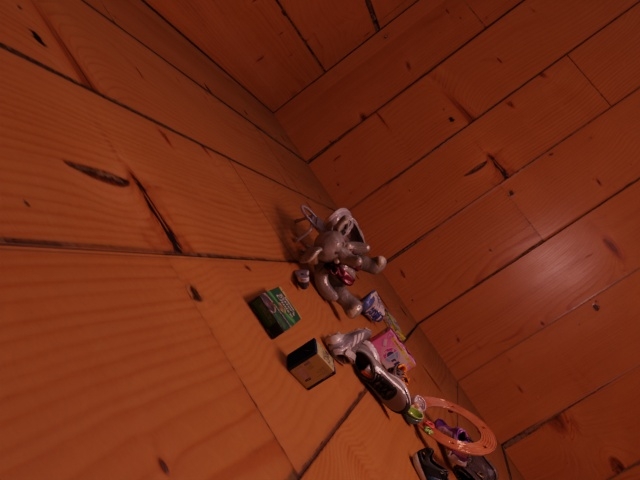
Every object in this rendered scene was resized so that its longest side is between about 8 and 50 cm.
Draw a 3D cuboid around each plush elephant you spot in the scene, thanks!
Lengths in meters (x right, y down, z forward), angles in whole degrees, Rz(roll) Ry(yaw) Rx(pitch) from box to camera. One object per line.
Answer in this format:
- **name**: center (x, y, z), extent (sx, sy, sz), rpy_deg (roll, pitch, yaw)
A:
- **plush elephant**: center (0.065, 0.064, 1.906), extent (0.330, 0.271, 0.255), rpy_deg (32, -21, 16)

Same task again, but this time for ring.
- **ring**: center (0.489, 0.695, 1.984), extent (0.337, 0.032, 0.336), rpy_deg (18, 13, -4)

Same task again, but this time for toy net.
- **toy net**: center (0.367, 0.621, 1.943), extent (0.122, 0.045, 0.232), rpy_deg (24, 12, 8)

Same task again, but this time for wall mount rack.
- **wall mount rack**: center (0.000, 0.000, 2.220), extent (0.350, 0.130, 0.304), rpy_deg (48, 15, -14)

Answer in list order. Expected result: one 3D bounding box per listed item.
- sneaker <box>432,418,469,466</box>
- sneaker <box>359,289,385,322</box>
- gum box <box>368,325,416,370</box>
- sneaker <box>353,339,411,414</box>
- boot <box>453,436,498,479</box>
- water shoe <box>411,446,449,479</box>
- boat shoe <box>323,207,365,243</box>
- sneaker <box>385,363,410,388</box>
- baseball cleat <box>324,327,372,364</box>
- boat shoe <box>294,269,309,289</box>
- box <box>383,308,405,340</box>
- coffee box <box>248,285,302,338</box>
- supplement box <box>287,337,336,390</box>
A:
- **sneaker**: center (0.518, 0.760, 2.054), extent (0.095, 0.104, 0.236), rpy_deg (25, 10, -18)
- **sneaker**: center (0.239, 0.301, 2.367), extent (0.131, 0.112, 0.296), rpy_deg (57, 11, 11)
- **gum box**: center (0.288, 0.449, 2.107), extent (0.188, 0.107, 0.062), rpy_deg (54, 10, -3)
- **sneaker**: center (0.183, 0.448, 1.707), extent (0.271, 0.100, 0.108), rpy_deg (50, 18, 14)
- **boot**: center (0.572, 0.869, 2.069), extent (0.263, 0.091, 0.229), rpy_deg (39, 15, 33)
- **water shoe**: center (0.352, 0.720, 1.582), extent (0.203, 0.080, 0.073), rpy_deg (59, 11, 24)
- **boat shoe**: center (0.105, -0.039, 2.122), extent (0.103, 0.118, 0.320), rpy_deg (48, 1, 24)
- **sneaker**: center (0.288, 0.522, 1.944), extent (0.084, 0.083, 0.215), rpy_deg (53, 11, -18)
- **baseball cleat**: center (0.096, 0.332, 1.657), extent (0.206, 0.072, 0.109), rpy_deg (0, 60, -44)
- **boat shoe**: center (-0.061, 0.128, 1.771), extent (0.142, 0.049, 0.040), rpy_deg (-111, -161, -79)
- **box**: center (0.374, 0.444, 2.717), extent (0.105, 0.043, 0.179), rpy_deg (45, 15, -42)
- **coffee box**: center (-0.112, 0.179, 1.354), extent (0.113, 0.040, 0.184), rpy_deg (55, 10, 6)
- **supplement box**: center (-0.022, 0.295, 1.263), extent (0.083, 0.083, 0.056), rpy_deg (51, 11, -22)
